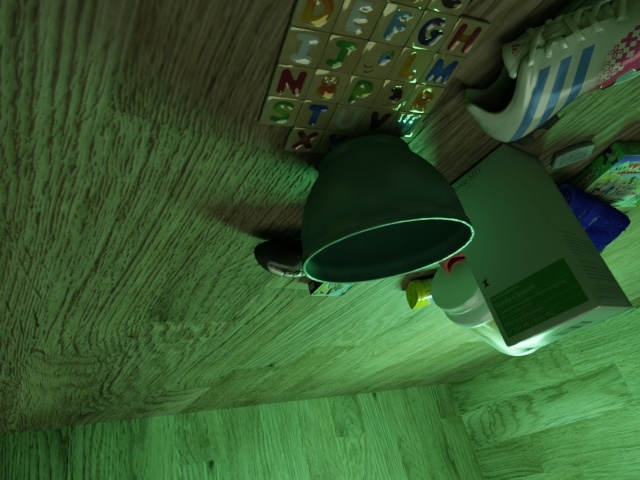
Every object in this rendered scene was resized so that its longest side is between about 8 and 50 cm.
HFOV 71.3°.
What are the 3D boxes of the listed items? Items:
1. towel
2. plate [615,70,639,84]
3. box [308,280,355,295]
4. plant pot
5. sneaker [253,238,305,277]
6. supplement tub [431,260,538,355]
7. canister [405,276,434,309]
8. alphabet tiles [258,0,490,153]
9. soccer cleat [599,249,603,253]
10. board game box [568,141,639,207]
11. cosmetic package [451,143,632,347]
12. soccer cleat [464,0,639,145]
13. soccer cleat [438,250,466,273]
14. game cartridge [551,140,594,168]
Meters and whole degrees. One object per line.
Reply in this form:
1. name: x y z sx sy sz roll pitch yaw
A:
1. towel: 0.629 -0.012 1.138 0.309 0.076 0.227 13 133 -33
2. plate: 0.501 -0.325 0.708 0.188 0.024 0.188 -12 151 -7
3. box: 0.064 0.092 1.236 0.114 0.036 0.207 4 146 -31
4. plant pot: 0.096 -0.061 0.796 0.294 0.196 0.293 -10 158 -4
5. sneaker: 0.000 0.000 1.004 0.282 0.106 0.162 7 131 -36
6. supplement tub: 0.509 0.183 1.329 0.316 0.228 0.228 32 131 -23
7. canister: 0.380 0.163 1.473 0.170 0.073 0.126 -12 151 -8
8. alphabet tiles: 0.072 -0.246 0.664 0.286 0.011 0.342 0 148 -24
9. soccer cleat: 0.895 -0.003 1.438 0.073 0.060 0.178 3 142 -11
10. board game box: 0.781 -0.159 1.112 0.318 0.046 0.213 -5 151 -17
11. cosmetic package: 0.415 0.011 0.910 0.155 0.365 0.197 7 142 -37
12. soccer cleat: 0.353 -0.271 0.634 0.143 0.115 0.331 27 135 -20
13. soccer cleat: 0.414 -0.002 1.169 0.248 0.095 0.083 -33 146 31
14. game cartridge: 0.555 -0.189 0.984 0.084 0.017 0.056 -19 155 9
